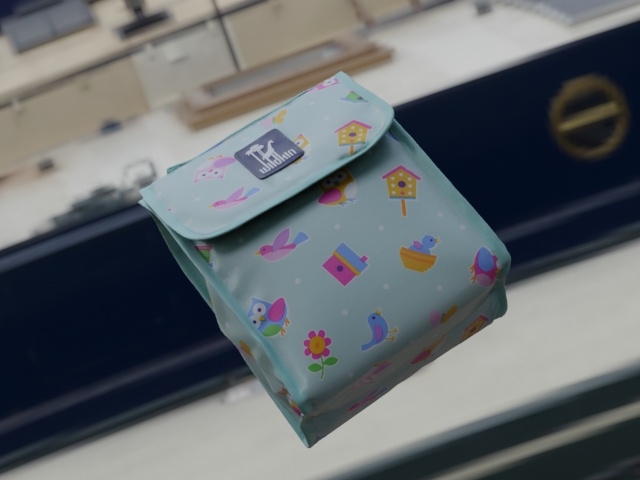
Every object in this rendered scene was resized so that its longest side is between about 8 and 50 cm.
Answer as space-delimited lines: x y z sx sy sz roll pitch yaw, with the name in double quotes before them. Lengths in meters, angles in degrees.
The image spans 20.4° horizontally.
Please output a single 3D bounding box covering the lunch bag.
"lunch bag" 0.000 0.000 1.500 0.223 0.262 0.160 -33 -19 -9
